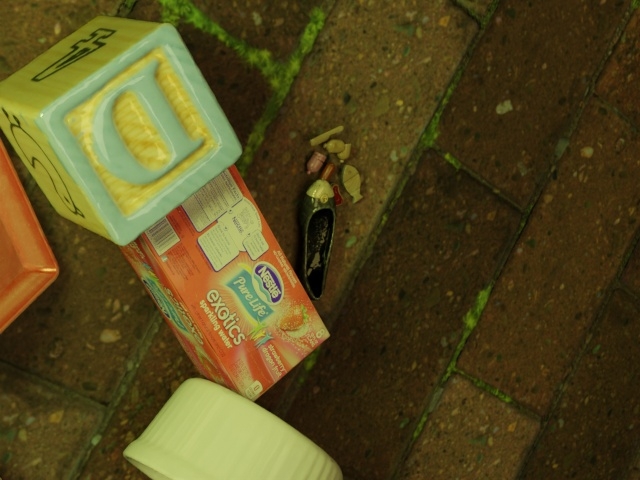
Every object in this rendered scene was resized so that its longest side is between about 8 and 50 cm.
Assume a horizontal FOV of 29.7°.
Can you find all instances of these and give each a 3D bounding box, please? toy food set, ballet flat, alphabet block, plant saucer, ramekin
[{"bbox_3d":[0.015,-0.100,1.698,0.078,0.019,0.122,-27,122,-24],"label":"toy food set"},{"bbox_3d":[0.000,0.000,1.687,0.058,0.049,0.173,-3,106,-26],"label":"ballet flat"},{"bbox_3d":[-0.243,-0.136,1.415,0.193,0.197,0.192,-38,118,-20],"label":"alphabet block"},{"bbox_3d":[-0.425,-0.005,1.357,0.259,0.048,0.258,-56,132,-53],"label":"plant saucer"},{"bbox_3d":[-0.105,0.296,1.569,0.277,0.277,0.135,43,71,-32],"label":"ramekin"}]

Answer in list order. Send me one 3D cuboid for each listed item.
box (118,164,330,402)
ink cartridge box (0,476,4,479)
[{"bbox_3d":[-0.136,0.041,1.558,0.154,0.142,0.300,-40,120,-19],"label":"box"},{"bbox_3d":[-0.476,0.364,1.453,0.235,0.088,0.193,-42,121,-16],"label":"ink cartridge box"}]
